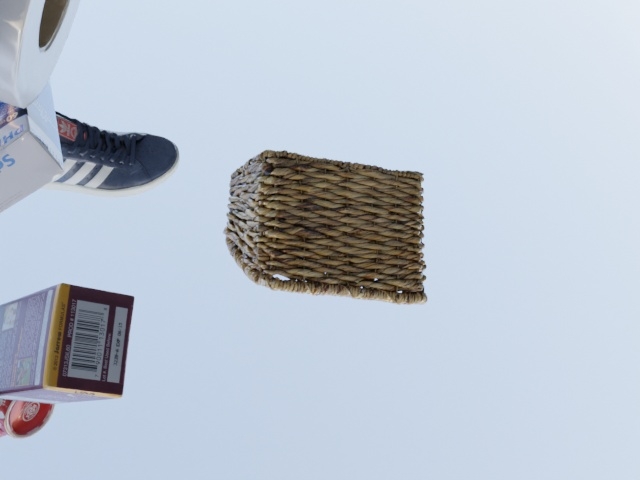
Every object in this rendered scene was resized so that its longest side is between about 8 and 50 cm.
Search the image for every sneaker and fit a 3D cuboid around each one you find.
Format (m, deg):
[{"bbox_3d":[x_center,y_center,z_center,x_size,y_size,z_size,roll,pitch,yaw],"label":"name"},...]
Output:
[{"bbox_3d":[-0.428,-0.167,1.663,0.350,0.148,0.131,-2,-123,-8],"label":"sneaker"}]

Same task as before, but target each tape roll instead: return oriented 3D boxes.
[{"bbox_3d":[-0.337,-0.298,1.050,0.100,0.286,0.286,18,-133,-8],"label":"tape roll"}]

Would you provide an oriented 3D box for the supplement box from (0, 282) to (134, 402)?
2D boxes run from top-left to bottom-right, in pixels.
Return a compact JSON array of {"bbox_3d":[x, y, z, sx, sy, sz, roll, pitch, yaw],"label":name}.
[{"bbox_3d":[-0.273,0.112,0.968,0.081,0.188,0.104,15,-108,-34],"label":"supplement box"}]

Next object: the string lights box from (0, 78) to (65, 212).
[{"bbox_3d":[-0.417,-0.146,1.209,0.077,0.133,0.259,56,-175,-41],"label":"string lights box"}]

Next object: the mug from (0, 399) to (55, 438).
[{"bbox_3d":[-0.500,0.246,1.447,0.169,0.150,0.113,22,-164,33],"label":"mug"}]

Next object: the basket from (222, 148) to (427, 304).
[{"bbox_3d":[0.000,0.000,1.505,0.299,0.213,0.223,6,-104,-26],"label":"basket"}]
